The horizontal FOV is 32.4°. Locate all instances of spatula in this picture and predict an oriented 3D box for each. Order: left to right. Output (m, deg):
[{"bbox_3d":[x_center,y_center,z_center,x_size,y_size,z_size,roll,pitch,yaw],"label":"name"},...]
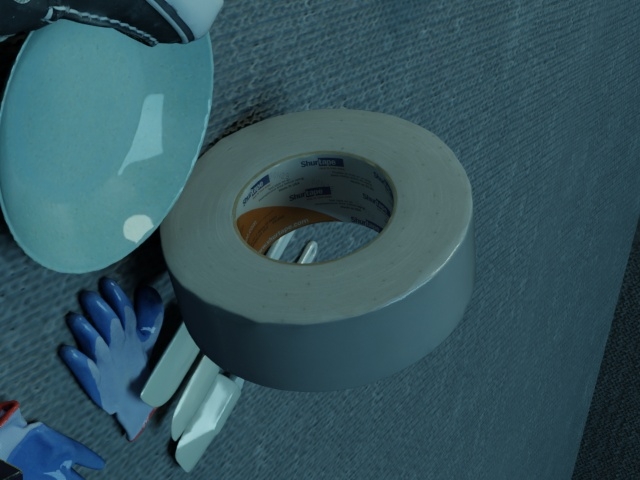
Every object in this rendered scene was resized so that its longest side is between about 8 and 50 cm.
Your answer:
[{"bbox_3d":[-0.070,0.063,0.923,0.242,0.019,0.168,-62,154,-27],"label":"spatula"}]

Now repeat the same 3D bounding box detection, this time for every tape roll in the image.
[{"bbox_3d":[0.000,0.000,0.783,0.219,0.219,0.072,-50,147,-35],"label":"tape roll"}]

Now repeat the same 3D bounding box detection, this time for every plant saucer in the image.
[{"bbox_3d":[-0.137,-0.077,0.668,0.195,0.037,0.195,-44,144,-44],"label":"plant saucer"}]

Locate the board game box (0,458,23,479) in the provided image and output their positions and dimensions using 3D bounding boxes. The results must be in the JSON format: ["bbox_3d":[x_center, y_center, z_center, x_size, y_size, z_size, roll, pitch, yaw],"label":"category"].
[{"bbox_3d":[-0.220,0.169,0.561,0.048,0.141,0.170,-24,129,-54],"label":"board game box"}]

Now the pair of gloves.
[{"bbox_3d":[-0.166,0.123,0.773,0.198,0.023,0.159,-54,150,-29],"label":"pair of gloves"}]

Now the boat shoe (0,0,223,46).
[{"bbox_3d":[-0.164,-0.134,0.487,0.301,0.108,0.102,21,96,-56],"label":"boat shoe"}]
